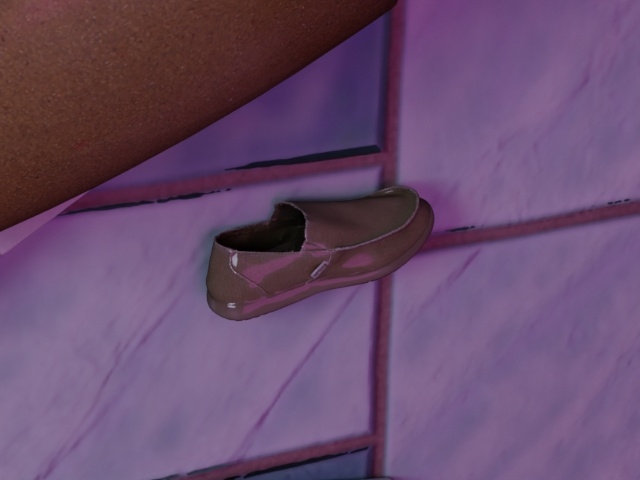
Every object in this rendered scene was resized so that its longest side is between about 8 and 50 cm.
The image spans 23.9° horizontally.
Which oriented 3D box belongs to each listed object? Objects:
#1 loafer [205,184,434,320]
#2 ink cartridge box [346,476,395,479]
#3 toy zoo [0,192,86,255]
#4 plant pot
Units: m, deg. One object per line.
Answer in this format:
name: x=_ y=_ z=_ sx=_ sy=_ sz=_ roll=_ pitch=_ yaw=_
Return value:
loafer: x=0.000 y=0.000 z=0.889 sx=0.148 sy=0.056 sz=0.050 roll=-25 pitch=127 yaw=-17
ink cartridge box: x=-0.088 y=0.286 z=0.958 sx=0.296 sy=0.066 sz=0.261 roll=1 pitch=109 yaw=-28
toy zoo: x=-0.215 y=-0.061 z=0.735 sx=0.293 sy=0.030 sz=0.192 roll=-40 pitch=122 yaw=-22
plant pot: x=-0.139 y=-0.109 z=0.638 sx=0.254 sy=0.237 sz=0.237 roll=-41 pitch=124 yaw=-6
